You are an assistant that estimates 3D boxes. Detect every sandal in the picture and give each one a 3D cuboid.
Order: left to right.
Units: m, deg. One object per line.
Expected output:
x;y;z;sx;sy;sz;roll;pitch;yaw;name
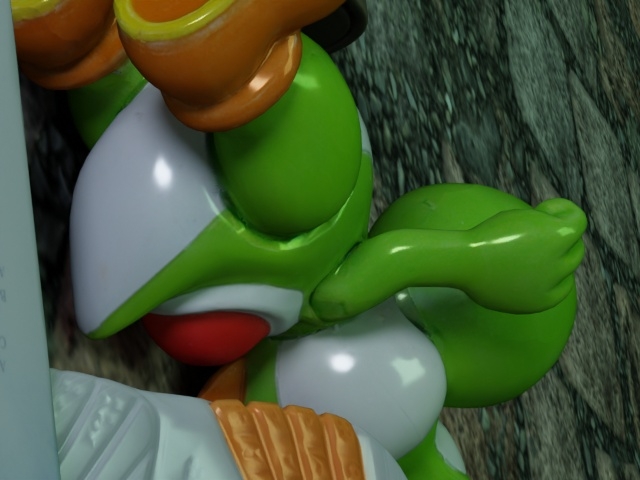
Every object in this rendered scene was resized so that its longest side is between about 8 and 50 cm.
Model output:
-0.060;0.109;0.776;0.265;0.076;0.102;24;58;-41;sandal

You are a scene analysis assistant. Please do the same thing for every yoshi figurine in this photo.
0.011;-0.021;0.887;0.203;0.203;0.362;-94;163;-46;yoshi figurine

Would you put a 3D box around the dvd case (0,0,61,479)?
-0.148;0.012;0.615;0.180;0.022;0.253;20;58;-58;dvd case

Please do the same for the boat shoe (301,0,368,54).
-0.061;-0.190;0.945;0.307;0.111;0.104;57;21;-66;boat shoe
